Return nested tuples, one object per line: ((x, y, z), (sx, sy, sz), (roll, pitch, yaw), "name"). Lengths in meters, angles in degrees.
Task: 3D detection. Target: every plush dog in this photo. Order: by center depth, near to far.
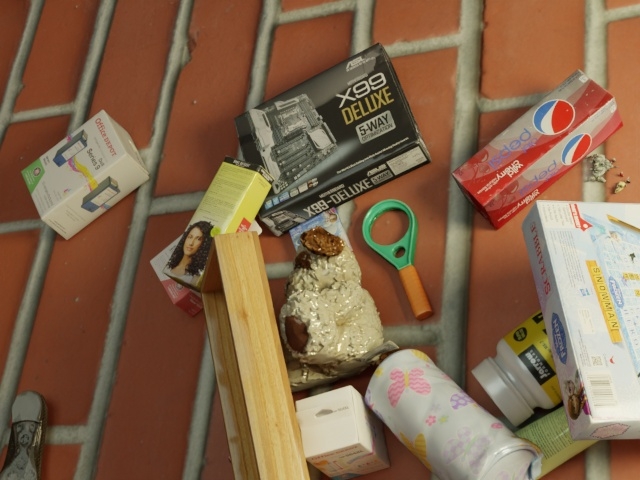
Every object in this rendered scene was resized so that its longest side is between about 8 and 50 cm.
((0.016, 0.094, 1.561), (0.210, 0.262, 0.225), (-5, 66, -14), "plush dog")

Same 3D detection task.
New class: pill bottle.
((0.323, 0.158, 1.408), (0.208, 0.119, 0.119), (-38, 53, 3), "pill bottle")

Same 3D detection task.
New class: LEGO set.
((0.440, -0.109, 1.559), (0.083, 0.023, 0.054), (29, 78, 36), "LEGO set")

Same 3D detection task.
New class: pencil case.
((0.179, 0.257, 1.397), (0.124, 0.113, 0.273), (-34, 39, -17), "pencil case")

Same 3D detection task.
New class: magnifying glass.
((0.131, 0.028, 1.637), (0.092, 0.026, 0.231), (-27, 55, 11), "magnifying glass")

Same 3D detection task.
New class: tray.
((-0.100, 0.215, 1.491), (0.076, 0.203, 0.411), (-7, 66, -17), "tray")

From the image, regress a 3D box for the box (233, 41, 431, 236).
((0.016, -0.178, 1.779), (0.307, 0.076, 0.242), (-25, 55, 13), "box")

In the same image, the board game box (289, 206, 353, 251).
((0.000, 0.000, 1.721), (0.090, 0.020, 0.090), (-28, 55, 10), "board game box")

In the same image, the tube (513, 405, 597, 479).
((0.308, 0.279, 1.390), (0.240, 0.062, 0.070), (-35, 9, 13), "tube")

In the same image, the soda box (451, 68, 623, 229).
((0.342, -0.142, 1.590), (0.263, 0.083, 0.092), (-40, 52, 2), "soda box")

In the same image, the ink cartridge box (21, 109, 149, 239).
((-0.461, -0.130, 1.983), (0.212, 0.093, 0.154), (-35, 52, 3), "ink cartridge box")

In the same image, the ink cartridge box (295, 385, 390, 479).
((0.029, 0.280, 1.470), (0.092, 0.143, 0.090), (-20, 56, 16), "ink cartridge box")

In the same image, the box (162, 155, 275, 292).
((-0.170, -0.025, 1.710), (0.087, 0.058, 0.232), (17, 74, 34), "box")

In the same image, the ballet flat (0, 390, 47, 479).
((-0.515, 0.384, 1.748), (0.084, 0.058, 0.250), (1, 67, 3), "ballet flat")

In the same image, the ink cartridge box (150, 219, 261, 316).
((-0.187, 0.024, 1.773), (0.198, 0.067, 0.115), (-39, 53, 4), "ink cartridge box")

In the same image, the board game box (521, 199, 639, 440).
((0.447, 0.098, 1.312), (0.318, 0.066, 0.319), (2, 58, -11), "board game box")

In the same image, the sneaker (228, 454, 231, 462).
((-0.116, 0.303, 1.585), (0.047, 0.057, 0.119), (-3, 61, 29), "sneaker")
